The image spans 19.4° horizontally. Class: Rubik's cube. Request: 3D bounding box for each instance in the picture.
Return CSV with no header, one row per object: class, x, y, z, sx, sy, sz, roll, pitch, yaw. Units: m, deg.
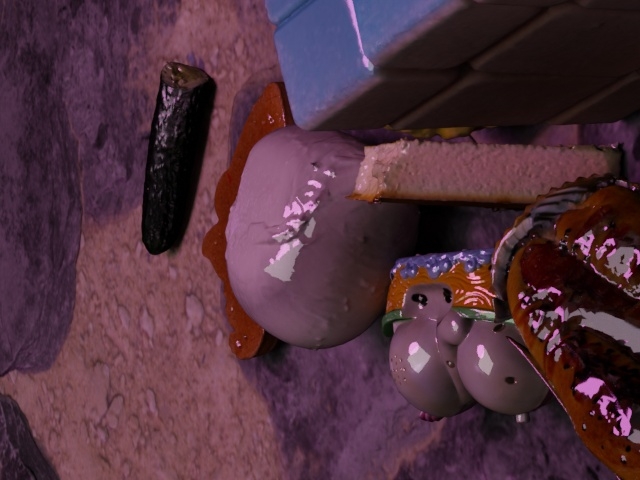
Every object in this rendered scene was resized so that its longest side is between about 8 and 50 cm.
Rubik's cube,0.150,-0.274,1.281,0.316,0.319,0.322,-30,69,51

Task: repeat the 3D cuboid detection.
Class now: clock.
clock,0.127,0.078,1.528,0.231,0.103,0.144,-9,87,57

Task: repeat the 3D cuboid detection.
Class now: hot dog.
hot dog,0.230,0.066,1.356,0.162,0.082,0.270,-39,55,4

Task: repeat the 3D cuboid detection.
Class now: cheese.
cheese,0.000,0.000,1.654,0.189,0.154,0.198,-65,26,0

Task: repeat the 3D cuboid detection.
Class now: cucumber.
cucumber,-0.160,-0.080,1.979,0.058,0.052,0.215,-118,37,-62

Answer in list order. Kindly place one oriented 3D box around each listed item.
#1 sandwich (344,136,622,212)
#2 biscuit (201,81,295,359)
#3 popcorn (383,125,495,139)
sandwich,0.117,-0.052,1.482,0.193,0.162,0.058,1,90,54
biscuit,-0.055,-0.018,1.839,0.183,0.043,0.280,19,103,50
popcorn,0.085,-0.175,1.513,0.187,0.167,0.185,-3,85,51
